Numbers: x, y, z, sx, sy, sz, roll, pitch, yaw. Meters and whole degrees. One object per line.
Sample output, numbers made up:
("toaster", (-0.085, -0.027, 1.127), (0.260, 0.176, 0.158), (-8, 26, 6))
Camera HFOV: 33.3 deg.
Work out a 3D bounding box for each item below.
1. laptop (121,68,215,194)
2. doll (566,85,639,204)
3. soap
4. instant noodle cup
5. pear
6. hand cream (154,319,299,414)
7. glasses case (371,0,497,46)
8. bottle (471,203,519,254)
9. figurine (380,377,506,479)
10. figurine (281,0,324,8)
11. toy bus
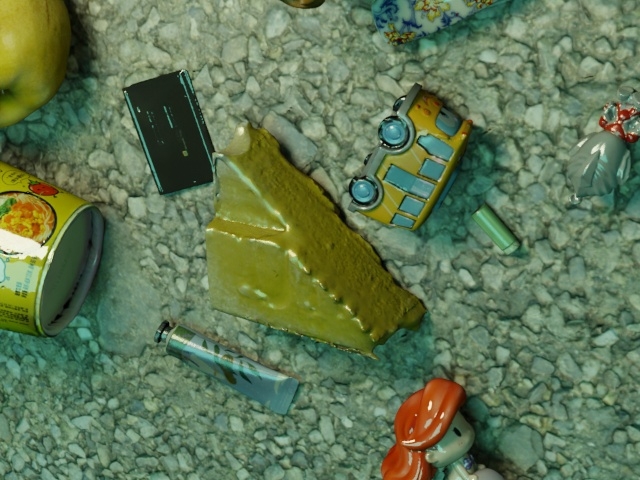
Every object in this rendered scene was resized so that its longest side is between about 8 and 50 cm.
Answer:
("laptop", (-0.250, -0.180, 1.804), (0.135, 0.016, 0.197), (-12, 105, 27))
("doll", (0.400, -0.128, 1.494), (0.094, 0.079, 0.180), (34, 109, 26))
("soap", (0.000, 0.000, 1.674), (0.338, 0.169, 0.304), (15, 126, 19))
("instant noodle cup", (-0.545, 0.017, 1.863), (0.254, 0.325, 0.325), (18, 117, 8))
("pear", (-0.555, -0.336, 1.721), (0.314, 0.314, 0.314), (9, 114, 21))
("hand cream", (-0.170, 0.220, 1.910), (0.271, 0.058, 0.091), (27, 122, 7))
("glasses case", (0.186, -0.351, 1.503), (0.248, 0.065, 0.087), (-20, 99, 29))
("bottle", (0.266, -0.016, 1.622), (0.083, 0.030, 0.030), (48, 122, 0))
("figurine", (0.201, 0.367, 1.730), (0.257, 0.181, 0.208), (54, 151, 5))
("figurine", (-0.013, -0.397, 1.461), (0.189, 0.263, 0.142), (12, 116, 22))
("toy bus", (0.137, -0.117, 1.589), (0.136, 0.126, 0.209), (28, 119, 3))
